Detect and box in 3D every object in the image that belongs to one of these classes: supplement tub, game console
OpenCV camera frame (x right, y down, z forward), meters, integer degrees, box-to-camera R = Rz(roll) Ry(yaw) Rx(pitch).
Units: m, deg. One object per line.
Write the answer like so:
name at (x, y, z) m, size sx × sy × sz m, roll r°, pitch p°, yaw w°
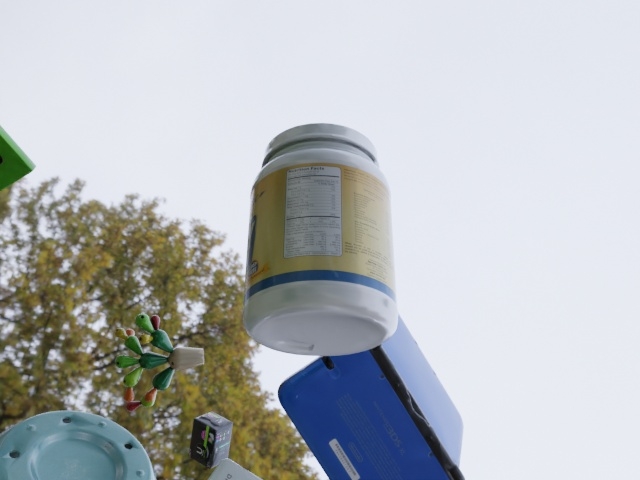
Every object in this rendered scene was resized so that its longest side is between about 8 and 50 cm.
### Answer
supplement tub at (0.000, 0.000, 0.609) m, size 0.144 × 0.144 × 0.199 m, roll -19°, pitch -124°, yaw 30°
game console at (0.096, 0.272, 0.995) m, size 0.250 × 0.293 × 0.173 m, roll -33°, pitch -175°, yaw -9°

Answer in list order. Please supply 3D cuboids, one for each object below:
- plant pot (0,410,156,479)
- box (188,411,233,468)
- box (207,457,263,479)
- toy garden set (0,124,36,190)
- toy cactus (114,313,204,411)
plant pot at (-0.336, 0.362, 0.769) m, size 0.293 × 0.293 × 0.235 m, roll 45°, pitch -64°, yaw 40°
box at (-0.216, 0.392, 1.211) m, size 0.062 × 0.052 × 0.083 m, roll 15°, pitch -78°, yaw 32°
box at (-0.086, 0.311, 0.496) m, size 0.119 × 0.181 × 0.182 m, roll 29°, pitch -134°, yaw 9°
toy garden set at (-0.433, -0.093, 0.585) m, size 0.244 × 0.204 × 0.049 m, roll -29°, pitch -153°, yaw 9°
toy cactus at (-0.341, 0.255, 1.308) m, size 0.112 × 0.180 × 0.219 m, roll -155°, pitch -116°, yaw -74°
